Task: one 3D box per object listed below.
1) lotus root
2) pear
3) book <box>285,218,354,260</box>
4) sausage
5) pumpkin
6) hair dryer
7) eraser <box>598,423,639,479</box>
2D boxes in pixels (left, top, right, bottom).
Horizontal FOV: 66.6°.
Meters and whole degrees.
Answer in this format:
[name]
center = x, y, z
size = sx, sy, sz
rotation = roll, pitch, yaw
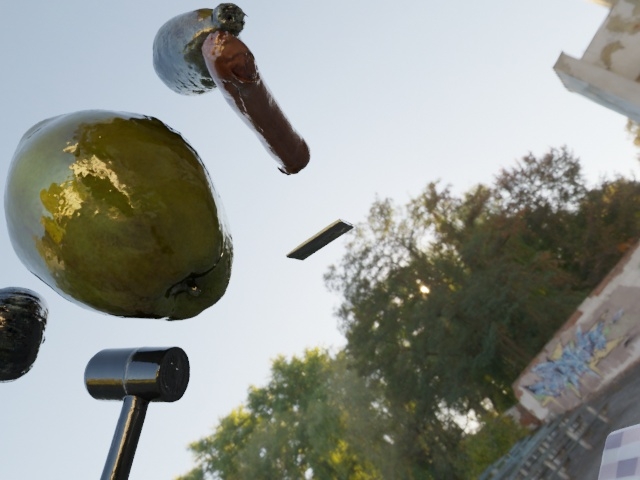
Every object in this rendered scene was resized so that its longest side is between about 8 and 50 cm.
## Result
[lotus root]
center = -0.271, -0.415, 1.076
size = 0.174, 0.349, 0.175
rotation = -2, -86, -33
[pear]
center = -0.250, -0.033, 0.633
size = 0.269, 0.321, 0.269
rotation = -40, -22, -20
[book]
center = 0.000, 0.000, 1.326
size = 0.181, 0.014, 0.127
rotation = -34, -16, 13
[sausage]
center = -0.117, -0.259, 0.997
size = 0.094, 0.094, 0.419
rotation = -25, -24, 7
[pumpkin]
center = -0.765, 0.231, 1.197
size = 0.163, 0.233, 0.233
rotation = 16, -67, -32
[hair dryer]
center = -0.247, 0.238, 0.605
size = 0.124, 0.219, 0.071
rotation = -8, -34, 19
[eraser]
center = 0.406, 0.290, 0.640
size = 0.105, 0.026, 0.065
rotation = -36, -9, -47
